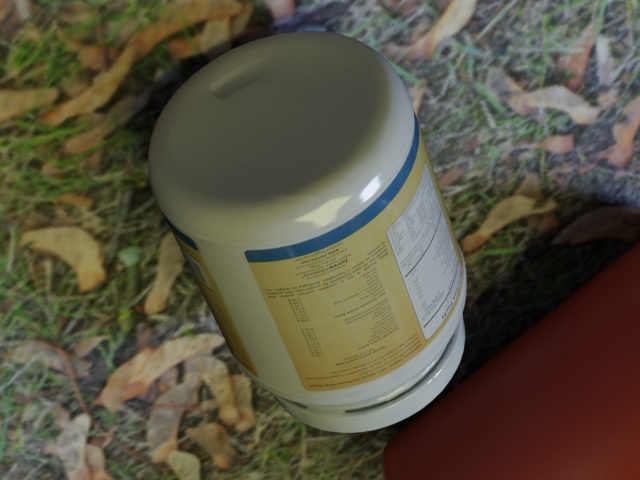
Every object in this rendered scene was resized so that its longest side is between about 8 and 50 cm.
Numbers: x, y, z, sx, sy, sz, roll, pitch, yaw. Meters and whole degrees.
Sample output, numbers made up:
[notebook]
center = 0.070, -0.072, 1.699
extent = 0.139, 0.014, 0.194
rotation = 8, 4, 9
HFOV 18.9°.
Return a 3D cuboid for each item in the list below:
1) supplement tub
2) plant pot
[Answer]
[supplement tub]
center = 0.000, 0.000, 1.059
extent = 0.144, 0.144, 0.199
rotation = -28, 136, -5
[plant pot]
center = 0.190, 0.159, 1.246
extent = 0.243, 0.275, 0.275
rotation = -29, 137, 12
